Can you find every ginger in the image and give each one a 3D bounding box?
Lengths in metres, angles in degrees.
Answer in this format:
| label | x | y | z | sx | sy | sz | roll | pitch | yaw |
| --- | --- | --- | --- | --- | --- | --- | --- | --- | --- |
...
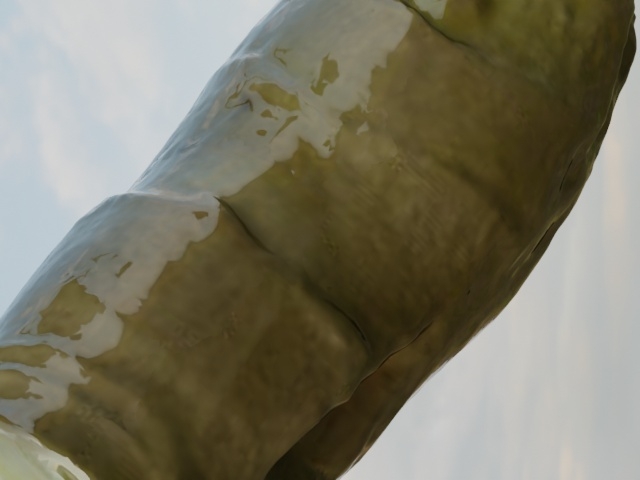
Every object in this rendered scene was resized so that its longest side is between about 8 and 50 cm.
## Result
| label | x | y | z | sx | sy | sz | roll | pitch | yaw |
| --- | --- | --- | --- | --- | --- | --- | --- | --- | --- |
| ginger | 0.000 | 0.000 | 0.466 | 0.263 | 0.116 | 0.109 | -51 | -61 | -29 |
